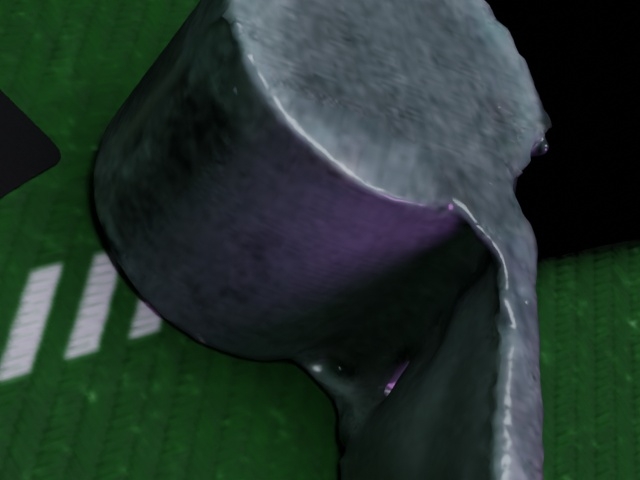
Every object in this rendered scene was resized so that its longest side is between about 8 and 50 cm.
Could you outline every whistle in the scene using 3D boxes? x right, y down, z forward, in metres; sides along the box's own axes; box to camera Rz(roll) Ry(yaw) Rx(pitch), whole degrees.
[{"bbox_3d":[0.028,0.010,0.848,0.188,0.168,0.405,-11,66,-41],"label":"whistle"}]

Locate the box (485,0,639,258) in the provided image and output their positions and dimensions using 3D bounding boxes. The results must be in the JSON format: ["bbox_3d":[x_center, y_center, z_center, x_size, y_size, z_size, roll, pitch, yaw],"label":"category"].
[{"bbox_3d":[0.140,-0.161,1.100,0.225,0.143,0.341,-9,62,-41],"label":"box"}]

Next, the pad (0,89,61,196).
[{"bbox_3d":[-0.222,-0.077,0.858,0.157,0.003,0.112,45,41,5],"label":"pad"}]
